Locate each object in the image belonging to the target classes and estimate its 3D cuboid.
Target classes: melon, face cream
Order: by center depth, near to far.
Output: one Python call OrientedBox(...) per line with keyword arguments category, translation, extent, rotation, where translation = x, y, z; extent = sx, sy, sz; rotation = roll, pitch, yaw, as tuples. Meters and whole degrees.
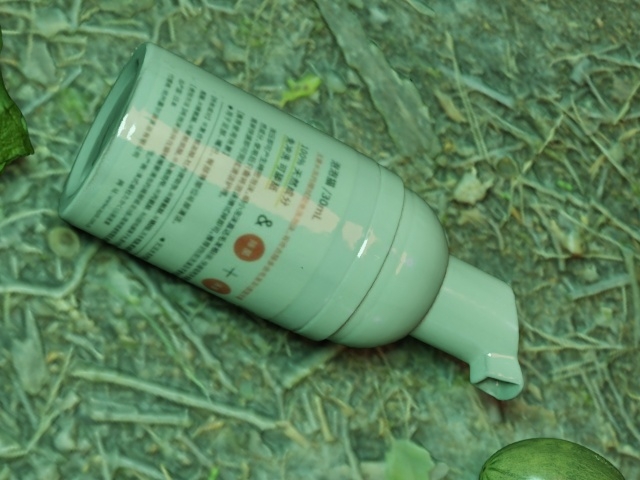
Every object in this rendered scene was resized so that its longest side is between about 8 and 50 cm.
OrientedBox(category="face cream", translation=(0.000, 0.000, 1.202), extent=(0.370, 0.145, 0.145), rotation=(27, 67, -17))
OrientedBox(category="melon", translation=(0.184, 0.204, 1.253), extent=(0.131, 0.098, 0.098), rotation=(29, 66, -18))

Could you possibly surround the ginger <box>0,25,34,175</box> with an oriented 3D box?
OrientedBox(category="ginger", translation=(-0.300, -0.157, 1.142), extent=(0.137, 0.089, 0.290), rotation=(-15, 85, -12))
